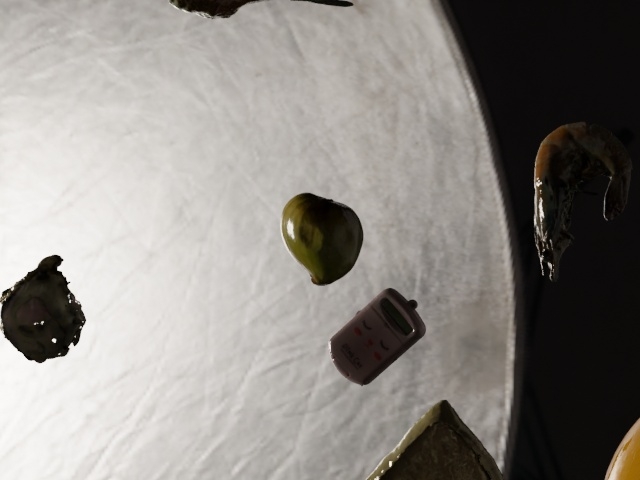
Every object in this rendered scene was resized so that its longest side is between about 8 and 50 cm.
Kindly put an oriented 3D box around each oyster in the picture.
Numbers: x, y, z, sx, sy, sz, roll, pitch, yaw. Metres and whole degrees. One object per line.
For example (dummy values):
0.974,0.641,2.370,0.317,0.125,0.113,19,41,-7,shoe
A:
-0.477,0.117,1.795,0.163,0.081,0.191,21,75,3,oyster

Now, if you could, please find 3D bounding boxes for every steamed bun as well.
0.152,0.338,1.256,0.212,0.110,0.231,40,100,5,steamed bun

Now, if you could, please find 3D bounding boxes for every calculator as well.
0.091,0.154,1.667,0.175,0.032,0.100,-44,76,16,calculator

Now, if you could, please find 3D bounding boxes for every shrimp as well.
0.385,-0.059,1.550,0.143,0.052,0.251,6,83,23,shrimp

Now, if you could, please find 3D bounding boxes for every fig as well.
0.004,-0.011,1.625,0.121,0.135,0.153,-57,31,32,fig

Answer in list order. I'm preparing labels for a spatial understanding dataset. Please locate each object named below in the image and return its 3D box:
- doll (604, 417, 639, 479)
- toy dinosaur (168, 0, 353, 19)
0.286,0.216,0.717,0.236,0.213,0.213,108,145,-56,doll
-0.135,-0.345,1.356,0.092,0.392,0.205,-57,34,23,toy dinosaur
